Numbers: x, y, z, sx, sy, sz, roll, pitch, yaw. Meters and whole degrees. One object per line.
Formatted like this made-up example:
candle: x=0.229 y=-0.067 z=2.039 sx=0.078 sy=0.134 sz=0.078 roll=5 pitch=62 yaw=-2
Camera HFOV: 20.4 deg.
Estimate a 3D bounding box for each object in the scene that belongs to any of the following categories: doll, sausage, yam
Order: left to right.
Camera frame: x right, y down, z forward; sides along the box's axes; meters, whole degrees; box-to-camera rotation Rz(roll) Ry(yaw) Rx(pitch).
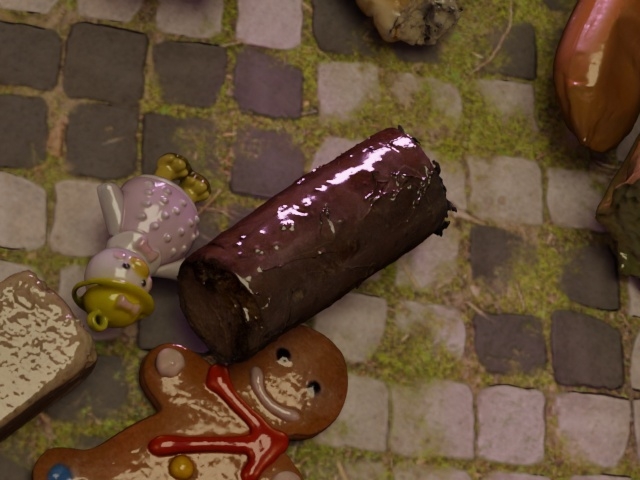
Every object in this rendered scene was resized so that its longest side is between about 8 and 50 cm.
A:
doll: x=-0.167 y=0.006 z=1.639 sx=0.129 sy=0.081 sz=0.207 roll=48 pitch=46 yaw=-25
yam: x=-0.001 y=-0.001 z=1.663 sx=0.280 sy=0.131 sz=0.131 roll=-33 pitch=80 yaw=-32
sausage: x=0.330 y=-0.236 z=1.872 sx=0.116 sy=0.134 sz=0.354 roll=15 pitch=57 yaw=35

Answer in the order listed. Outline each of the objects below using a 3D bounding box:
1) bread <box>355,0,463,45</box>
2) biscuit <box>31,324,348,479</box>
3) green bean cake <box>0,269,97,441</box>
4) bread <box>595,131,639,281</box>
bread: x=0.080 y=-0.286 z=1.829 sx=0.119 sy=0.084 sz=0.177 roll=-40 pitch=80 yaw=18
biscuit: x=-0.102 y=0.185 z=1.622 sx=0.324 sy=0.049 sz=0.205 roll=-33 pitch=80 yaw=-27
green bean cake: x=-0.295 y=0.117 z=1.570 sx=0.179 sy=0.085 sz=0.109 roll=-36 pitch=82 yaw=-24
bread: x=0.411 y=-0.084 z=1.781 sx=0.196 sy=0.238 sz=0.252 roll=34 pitch=57 yaw=3
